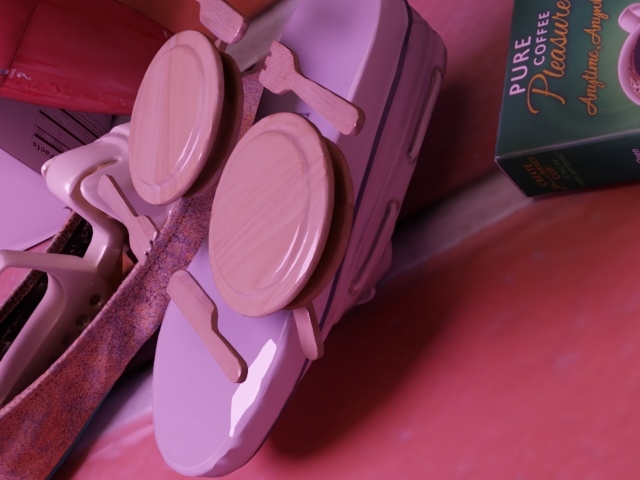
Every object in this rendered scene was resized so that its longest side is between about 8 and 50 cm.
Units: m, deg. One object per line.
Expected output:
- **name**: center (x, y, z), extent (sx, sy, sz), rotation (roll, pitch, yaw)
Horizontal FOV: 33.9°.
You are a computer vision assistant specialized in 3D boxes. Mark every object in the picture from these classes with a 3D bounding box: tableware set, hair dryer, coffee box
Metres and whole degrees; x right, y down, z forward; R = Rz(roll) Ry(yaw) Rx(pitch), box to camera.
- **tableware set**: center (-0.037, -0.033, 0.482), extent (0.194, 0.039, 0.128), rotation (46, 117, 49)
- **hair dryer**: center (-0.176, -0.178, 0.664), extent (0.080, 0.293, 0.223), rotation (-44, 5, 44)
- **coffee box**: center (0.171, -0.087, 0.468), extent (0.184, 0.040, 0.113), rotation (-11, 57, 34)

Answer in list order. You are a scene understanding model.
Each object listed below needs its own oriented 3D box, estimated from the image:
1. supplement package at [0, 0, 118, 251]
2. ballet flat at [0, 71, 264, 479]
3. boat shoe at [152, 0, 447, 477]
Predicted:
- **supplement package**: center (-0.269, -0.102, 0.764), extent (0.194, 0.149, 0.203), rotation (-23, 50, 27)
- **ballet flat**: center (-0.131, 0.014, 0.606), extent (0.107, 0.106, 0.316), rotation (28, 82, 46)
- **boat shoe**: center (0.000, 0.000, 0.524), extent (0.095, 0.084, 0.258), rotation (24, 91, 47)
